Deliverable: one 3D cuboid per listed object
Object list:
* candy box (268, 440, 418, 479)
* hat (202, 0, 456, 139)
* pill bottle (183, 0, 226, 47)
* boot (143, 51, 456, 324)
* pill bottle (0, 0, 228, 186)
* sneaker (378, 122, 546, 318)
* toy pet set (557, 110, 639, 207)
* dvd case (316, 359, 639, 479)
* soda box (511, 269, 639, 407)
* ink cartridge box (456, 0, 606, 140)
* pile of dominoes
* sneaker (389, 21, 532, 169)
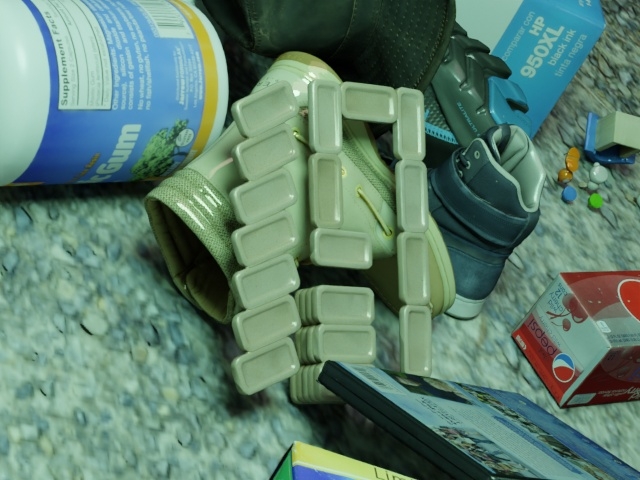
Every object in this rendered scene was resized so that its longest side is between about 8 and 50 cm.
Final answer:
[{"bbox_3d":[0.085,0.309,1.164,0.268,0.122,0.317,19,34,-20],"label":"candy box"},{"bbox_3d":[-0.029,-0.239,1.540,0.134,0.331,0.331,-11,52,-31],"label":"hat"},{"bbox_3d":[-0.145,-0.205,1.638,0.108,0.108,0.193,9,41,-32],"label":"pill bottle"},{"bbox_3d":[-0.013,0.008,1.481,0.203,0.095,0.262,-48,119,-31],"label":"boot"},{"bbox_3d":[-0.218,-0.118,1.429,0.272,0.152,0.152,-5,49,-42],"label":"pill bottle"},{"bbox_3d":[0.093,-0.064,1.611,0.226,0.163,0.086,42,36,16],"label":"sneaker"},{"bbox_3d":[0.291,-0.075,1.902,0.122,0.065,0.114,14,72,-22],"label":"toy pet set"},{"bbox_3d":[0.138,0.152,1.393,0.253,0.022,0.180,14,14,-48],"label":"dvd case"},{"bbox_3d":[0.302,0.084,1.664,0.263,0.083,0.092,0,46,-40],"label":"soda box"},{"bbox_3d":[0.069,-0.301,1.886,0.395,0.166,0.285,21,34,-16],"label":"ink cartridge box"},{"bbox_3d":[0.000,0.000,1.426,0.196,0.040,0.251,4,81,-39],"label":"pile of dominoes"},{"bbox_3d":[0.051,-0.200,1.676,0.341,0.139,0.125,60,31,-4],"label":"sneaker"}]
